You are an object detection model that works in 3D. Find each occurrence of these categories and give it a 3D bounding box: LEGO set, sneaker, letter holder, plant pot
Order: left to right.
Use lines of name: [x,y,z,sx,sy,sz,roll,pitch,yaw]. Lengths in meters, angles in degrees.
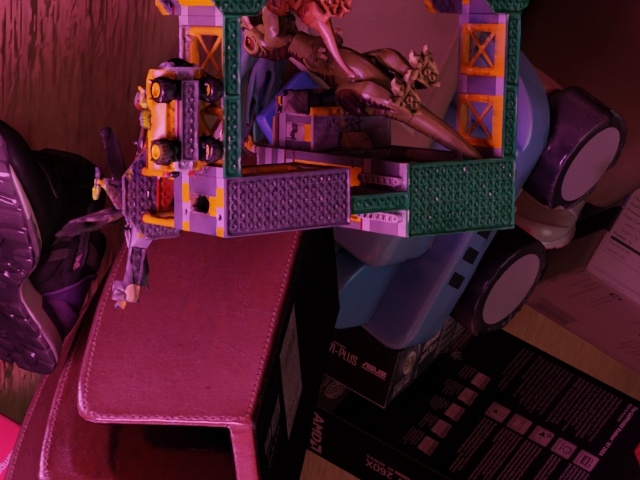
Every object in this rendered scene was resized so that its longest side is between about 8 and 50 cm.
sneaker: [-0.202,-0.028,1.256,0.124,0.107,0.283,-61,170,-25]
letter holder: [-0.117,0.080,1.353,0.302,0.214,0.152,-75,164,-52]
LEGO set: [-0.022,-0.106,1.238,0.331,0.192,0.255,-15,105,-37]
sneaker: [0.301,-0.086,2.390,0.252,0.103,0.111,-52,159,-46]
plant pot: [0.335,-0.201,2.073,0.280,0.323,0.323,-49,164,18]

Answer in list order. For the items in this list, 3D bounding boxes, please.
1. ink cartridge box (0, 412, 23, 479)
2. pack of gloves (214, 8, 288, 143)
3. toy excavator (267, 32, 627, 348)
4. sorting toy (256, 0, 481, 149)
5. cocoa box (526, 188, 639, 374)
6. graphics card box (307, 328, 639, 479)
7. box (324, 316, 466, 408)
ink cartridge box: [-0.160,0.282,1.436,0.131,0.306,0.226,-52,158,-25]
pack of gloves: [-0.055,-0.163,1.510,0.195,0.046,0.232,-53,163,-67]
toy excavator: [0.000,0.000,1.647,0.445,0.222,0.433,-5,130,-54]
sorting toy: [0.045,-0.178,1.543,0.196,0.047,0.347,43,58,-32]
cocoa box: [0.449,0.022,2.525,0.228,0.231,0.347,-59,-176,-11]
graphics card box: [0.188,0.216,2.103,0.233,0.371,0.094,-47,155,-37]
box: [0.057,0.066,1.911,0.180,0.147,0.077,-38,150,-47]
